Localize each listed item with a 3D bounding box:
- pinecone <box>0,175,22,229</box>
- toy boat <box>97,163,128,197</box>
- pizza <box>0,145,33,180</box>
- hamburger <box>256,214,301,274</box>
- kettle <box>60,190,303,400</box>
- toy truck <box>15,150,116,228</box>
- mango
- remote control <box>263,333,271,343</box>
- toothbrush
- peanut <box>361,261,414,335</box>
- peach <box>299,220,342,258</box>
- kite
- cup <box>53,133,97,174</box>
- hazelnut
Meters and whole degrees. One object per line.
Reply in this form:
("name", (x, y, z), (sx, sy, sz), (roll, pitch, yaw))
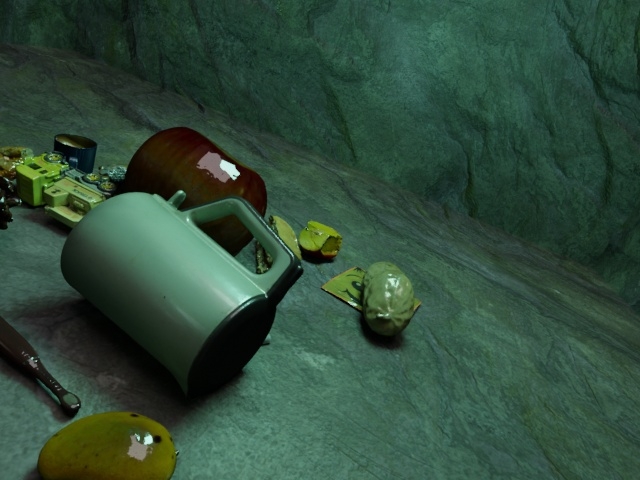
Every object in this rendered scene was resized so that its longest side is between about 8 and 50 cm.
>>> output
("pinecone", (-0.765, -0.080, 0.883), (0.221, 0.222, 0.221), (18, 23, -8))
("toy boat", (-0.531, -0.182, 1.383), (0.162, 0.136, 0.445), (37, 26, 21))
("pizza", (-0.891, -0.191, 1.121), (0.182, 0.062, 0.161), (2, 58, 8))
("hamburger", (-0.132, 0.028, 1.306), (0.131, 0.124, 0.262), (31, 22, -28))
("kettle", (-0.259, 0.062, 0.849), (0.376, 0.361, 0.250), (34, -16, 21))
("toy truck", (-0.693, -0.123, 1.127), (0.272, 0.124, 0.157), (28, 32, 7))
("mango", (-0.294, 0.302, 0.594), (0.178, 0.090, 0.115), (14, 31, 1))
("remote control", (-0.179, 0.184, 1.021), (0.049, 0.027, 0.184), (2, 29, -40))
("toothbrush", (-0.530, 0.178, 0.714), (0.364, 0.041, 0.041), (30, 25, 18))
("peanut", (0.201, 0.152, 1.227), (0.143, 0.159, 0.291), (40, 20, -12))
("peach", (-0.002, 0.001, 1.463), (0.151, 0.118, 0.151), (-3, 55, 5))
("kite", (0.167, 0.167, 1.377), (0.377, 0.013, 0.327), (11, 25, -18))
("cup", (-0.769, -0.239, 1.282), (0.113, 0.138, 0.150), (20, 23, -4))
("hazelnut", (-0.348, -0.109, 1.156), (0.409, 0.359, 0.359), (38, 28, 28))
